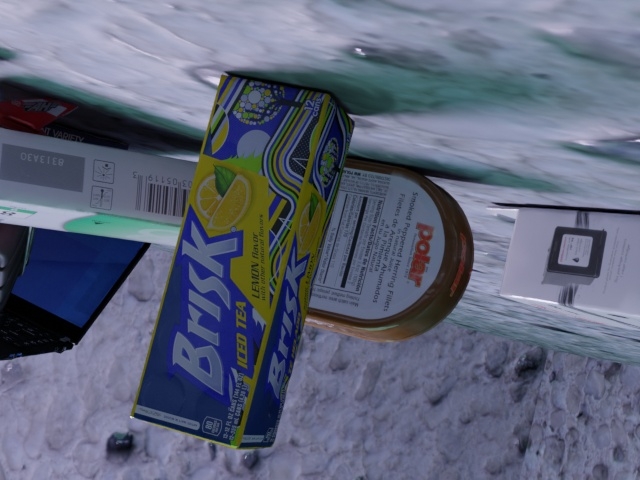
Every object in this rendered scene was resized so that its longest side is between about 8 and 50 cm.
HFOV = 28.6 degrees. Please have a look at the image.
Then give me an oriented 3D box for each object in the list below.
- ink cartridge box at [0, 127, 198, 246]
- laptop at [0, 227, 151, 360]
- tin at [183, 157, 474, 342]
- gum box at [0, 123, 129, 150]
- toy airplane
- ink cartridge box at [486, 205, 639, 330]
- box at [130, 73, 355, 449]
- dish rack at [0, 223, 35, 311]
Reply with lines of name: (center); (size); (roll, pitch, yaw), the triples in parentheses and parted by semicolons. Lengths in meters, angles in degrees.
ink cartridge box: (-0.192, -0.023, 0.916); (0.181, 0.056, 0.224); (8, 166, -29)
laptop: (-0.341, 0.008, 1.280); (0.234, 0.137, 0.264); (24, -175, 14)
tin: (0.000, 0.000, 0.773); (0.189, 0.106, 0.040); (11, 175, 25)
gum box: (-0.254, -0.075, 1.031); (0.157, 0.041, 0.184); (15, 174, -21)
toy airplane: (-0.235, -0.092, 0.829); (0.151, 0.028, 0.151); (14, 175, 1)
ink cartridge box: (0.187, 0.022, 0.771); (0.104, 0.060, 0.180); (15, 175, -32)
box: (-0.035, 0.011, 0.601); (0.059, 0.169, 0.054); (13, 175, 17)
dish rack: (-0.388, -0.014, 1.081); (0.271, 0.074, 0.208); (16, 155, -10)
